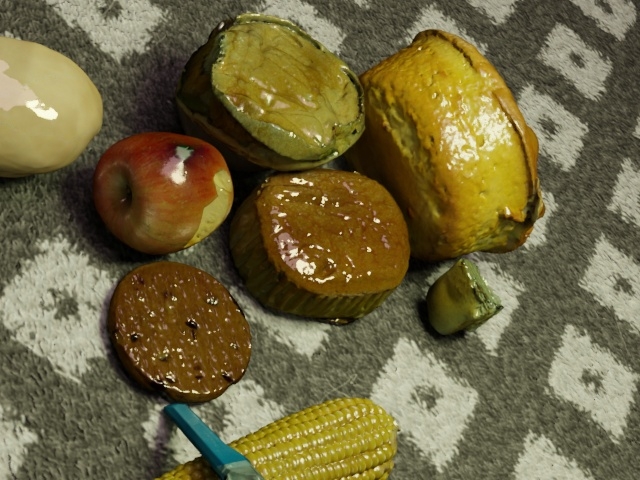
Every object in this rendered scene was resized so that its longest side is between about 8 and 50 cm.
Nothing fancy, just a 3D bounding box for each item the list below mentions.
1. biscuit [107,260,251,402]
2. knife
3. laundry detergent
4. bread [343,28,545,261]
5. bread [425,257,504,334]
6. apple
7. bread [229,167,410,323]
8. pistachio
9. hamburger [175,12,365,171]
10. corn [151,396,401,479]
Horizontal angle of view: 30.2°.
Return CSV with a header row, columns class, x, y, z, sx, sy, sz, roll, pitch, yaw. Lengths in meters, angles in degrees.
class,x,y,z,sx,sy,sz,roll,pitch,yaw
biscuit,-0.188,0.120,1.585,0.212,0.036,0.212,18,48,-21
knife,-0.128,0.242,1.404,0.044,0.296,0.026,-11,104,-21
laundry detergent,-0.098,-0.180,1.844,0.237,0.076,0.171,1,58,-36
bread,0.181,-0.128,1.838,0.204,0.337,0.358,-26,70,-19
bread,0.209,0.091,1.810,0.103,0.110,0.156,64,11,18
apple,-0.208,-0.067,1.620,0.199,0.199,0.199,18,50,-22
bread,0.000,0.000,1.729,0.253,0.142,0.228,10,60,-30
pistachio,-0.430,-0.181,1.542,0.299,0.187,0.188,13,52,-30
hamburger,-0.067,-0.205,1.722,0.265,0.134,0.285,41,41,5
corn,-0.056,0.300,1.469,0.387,0.144,0.144,-20,70,-40
